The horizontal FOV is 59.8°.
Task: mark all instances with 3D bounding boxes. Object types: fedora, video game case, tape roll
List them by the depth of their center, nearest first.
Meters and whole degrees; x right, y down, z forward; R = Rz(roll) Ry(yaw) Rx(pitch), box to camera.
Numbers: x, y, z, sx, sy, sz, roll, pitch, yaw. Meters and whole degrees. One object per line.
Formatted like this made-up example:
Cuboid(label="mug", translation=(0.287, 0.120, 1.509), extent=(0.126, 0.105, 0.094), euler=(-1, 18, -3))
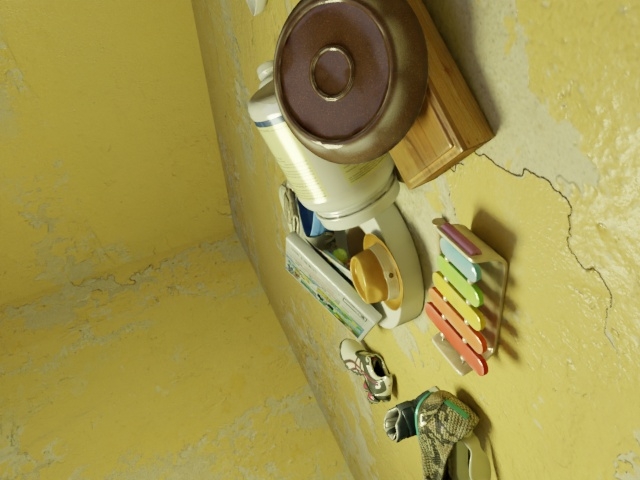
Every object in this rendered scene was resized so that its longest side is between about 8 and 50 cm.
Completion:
Cuboid(label="fedora", translation=(0.122, 0.083, 1.302), extent=(0.194, 0.079, 0.195), euler=(160, 90, -75))
Cuboid(label="tape roll", translation=(0.141, 0.040, 1.464), extent=(0.392, 0.072, 0.392), euler=(161, 90, -75))
Cuboid(label="video game case", translation=(0.024, 0.139, 1.583), extent=(0.329, 0.036, 0.300), euler=(43, 164, 11))

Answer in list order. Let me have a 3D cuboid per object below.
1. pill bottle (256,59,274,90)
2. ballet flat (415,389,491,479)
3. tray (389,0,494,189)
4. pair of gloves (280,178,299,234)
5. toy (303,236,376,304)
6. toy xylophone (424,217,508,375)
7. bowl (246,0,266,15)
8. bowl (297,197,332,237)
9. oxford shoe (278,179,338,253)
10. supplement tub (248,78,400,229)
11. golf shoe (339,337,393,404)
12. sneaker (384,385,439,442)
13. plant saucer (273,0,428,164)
Cuboid(label="pill bottle", translation=(-0.120, -0.439, 1.706), extent=(0.117, 0.117, 0.209), euler=(142, 108, -74))
Cuboid(label="ballet flat", translation=(0.326, 0.578, 1.357), extent=(0.182, 0.164, 0.483), euler=(25, 134, 41))
Cuboid(label="tray", translation=(0.130, -0.311, 0.984), extent=(0.411, 0.076, 0.203), euler=(63, 160, 5))
Cuboid(label="pair of gloves", translation=(-0.082, -0.158, 1.615), extent=(0.204, 0.042, 0.240), euler=(-118, 23, -60))
Cuboid(label="toy", translation=(0.065, 0.066, 1.488), extent=(0.237, 0.056, 0.137), euler=(41, 170, 44))
Cuboid(label="toy xylophone", translation=(0.267, 0.098, 1.083), extent=(0.236, 0.081, 0.323), euler=(-133, 28, -56))
Cuboid(label="bowl", translation=(-0.200, -0.779, 1.696), extent=(0.142, 0.053, 0.142), euler=(120, 129, -69))
Cuboid(label="bowl", translation=(-0.013, -0.203, 1.529), extent=(0.391, 0.077, 0.392), euler=(176, 90, -81))
Cuboid(label="oxford shoe", translation=(0.000, 0.000, 1.795), extent=(0.169, 0.130, 0.450), euler=(-19, -91, -65))
Cuboid(label="supplement tub", translation=(0.017, -0.209, 1.199), extent=(0.325, 0.235, 0.235), euler=(60, 170, -25))
Cuboid(label="golf shoe", translation=(0.159, 0.403, 1.831), extent=(0.273, 0.105, 0.120), euler=(50, 137, 42))
Cuboid(label="sneaker", translation=(0.253, 0.506, 1.468), extent=(0.086, 0.163, 0.226), euler=(38, 145, 60))
Cuboid(label="plant saucer", translation=(0.030, -0.281, 0.935), extent=(0.310, 0.050, 0.311), euler=(9, 107, 33))
